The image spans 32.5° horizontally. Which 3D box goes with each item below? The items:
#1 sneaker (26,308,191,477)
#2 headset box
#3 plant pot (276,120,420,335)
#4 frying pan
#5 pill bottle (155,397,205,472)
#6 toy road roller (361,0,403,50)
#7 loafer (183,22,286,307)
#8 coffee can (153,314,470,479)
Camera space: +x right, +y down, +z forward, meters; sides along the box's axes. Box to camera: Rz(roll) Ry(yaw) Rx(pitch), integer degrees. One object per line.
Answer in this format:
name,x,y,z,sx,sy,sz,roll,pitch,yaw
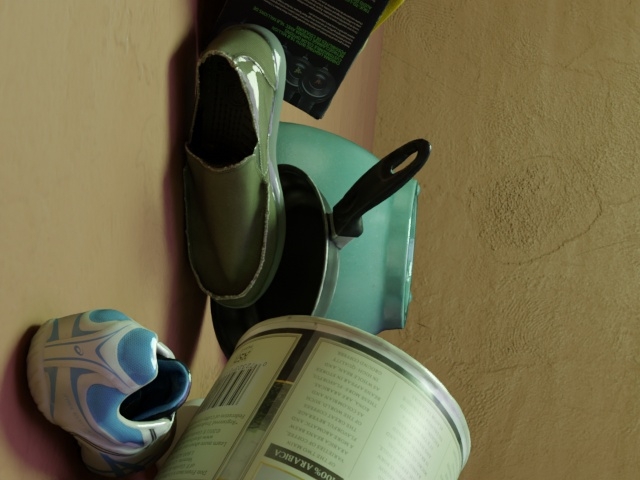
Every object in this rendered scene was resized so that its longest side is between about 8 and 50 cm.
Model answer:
sneaker,-0.122,0.109,0.729,0.237,0.086,0.085,79,15,-69
headset box,0.017,-0.283,1.030,0.283,0.131,0.246,-58,-171,30
plant pot,0.011,0.008,1.266,0.293,0.196,0.293,5,90,-82
frying pan,-0.010,-0.019,0.998,0.326,0.053,0.197,-54,-139,29
pill bottle,-0.097,0.185,0.965,0.152,0.086,0.086,70,26,-74
toy road roller,0.026,-0.395,1.314,0.329,0.240,0.202,-45,-161,33
loafer,-0.085,-0.060,0.949,0.087,0.094,0.251,-27,120,-65
coffee can,-0.033,0.218,0.767,0.201,0.201,0.275,87,26,-46
